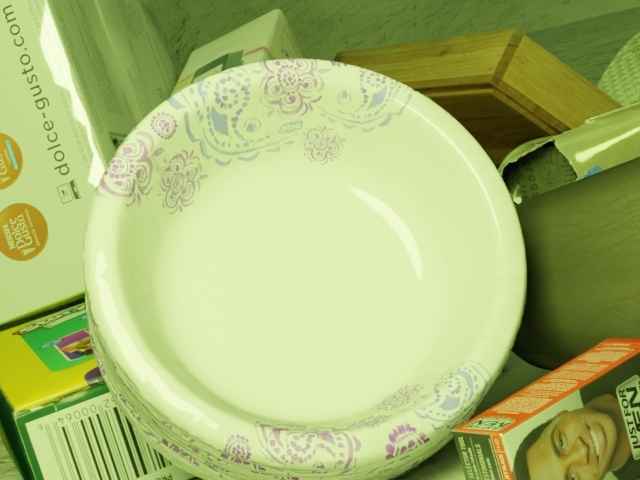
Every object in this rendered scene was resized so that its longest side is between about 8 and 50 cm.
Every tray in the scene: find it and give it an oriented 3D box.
[{"bbox_3d":[0.177,-0.154,1.928,0.411,0.202,0.076,3,65,63],"label":"tray"}]

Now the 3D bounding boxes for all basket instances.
[{"bbox_3d":[0.225,0.020,1.079,0.227,0.154,0.204,-13,48,57],"label":"basket"}]

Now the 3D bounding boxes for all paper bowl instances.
[{"bbox_3d":[-0.014,0.034,1.083,0.284,0.284,0.148,-19,-21,-15],"label":"paper bowl"}]

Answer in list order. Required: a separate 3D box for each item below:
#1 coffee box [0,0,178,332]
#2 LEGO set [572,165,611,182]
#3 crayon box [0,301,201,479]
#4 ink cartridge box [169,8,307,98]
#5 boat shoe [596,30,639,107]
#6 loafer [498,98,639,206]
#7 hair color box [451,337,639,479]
[{"bbox_3d":[-0.321,-0.070,1.583,0.334,0.338,0.338,-20,-5,12],"label":"coffee box"},{"bbox_3d":[0.262,-0.067,1.491,0.244,0.060,0.182,-37,-12,9],"label":"LEGO set"},{"bbox_3d":[-0.081,0.089,1.307,0.362,0.106,0.313,-19,10,-15],"label":"crayon box"},{"bbox_3d":[-0.059,-0.083,1.650,0.119,0.207,0.353,-24,19,13],"label":"ink cartridge box"},{"bbox_3d":[0.533,-0.242,1.971,0.500,0.156,0.186,-35,23,-27],"label":"boat shoe"},{"bbox_3d":[0.290,-0.077,1.639,0.268,0.102,0.092,-20,8,37],"label":"loafer"},{"bbox_3d":[0.146,0.114,0.933,0.141,0.072,0.043,-25,14,-35],"label":"hair color box"}]
